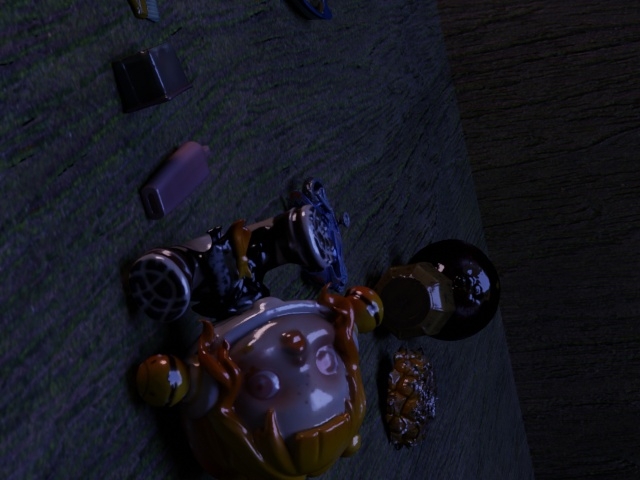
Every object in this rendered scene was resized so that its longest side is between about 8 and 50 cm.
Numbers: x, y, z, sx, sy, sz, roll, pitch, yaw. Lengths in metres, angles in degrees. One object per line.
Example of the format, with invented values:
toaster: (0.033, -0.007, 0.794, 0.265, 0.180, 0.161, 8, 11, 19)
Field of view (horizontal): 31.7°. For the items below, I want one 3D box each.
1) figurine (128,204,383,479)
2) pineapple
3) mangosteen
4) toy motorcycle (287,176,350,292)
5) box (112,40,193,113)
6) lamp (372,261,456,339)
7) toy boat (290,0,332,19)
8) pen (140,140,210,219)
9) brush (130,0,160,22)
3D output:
figurine: (-0.069, 0.141, 1.283, 0.320, 0.196, 0.323, -15, 87, -31)
pineapple: (0.185, 0.311, 2.223, 0.225, 0.076, 0.225, 0, 90, -68)
mangosteen: (0.274, 0.111, 2.490, 0.265, 0.228, 0.228, 168, -87, -73)
toy motorcycle: (0.000, 0.000, 1.830, 0.114, 0.076, 0.205, -48, 127, -61)
box: (-0.194, -0.188, 1.289, 0.084, 0.060, 0.063, -54, 128, -67)
lamp: (0.188, 0.120, 2.253, 0.185, 0.161, 0.161, -5, 85, -74)
toy boat: (-0.034, -0.447, 2.005, 0.229, 0.046, 0.080, 42, 40, -66)
pen: (-0.168, -0.081, 1.362, 0.197, 0.032, 0.053, -57, 135, -63)
brush: (-0.236, -0.301, 1.291, 0.218, 0.010, 0.082, -18, 99, -73)
